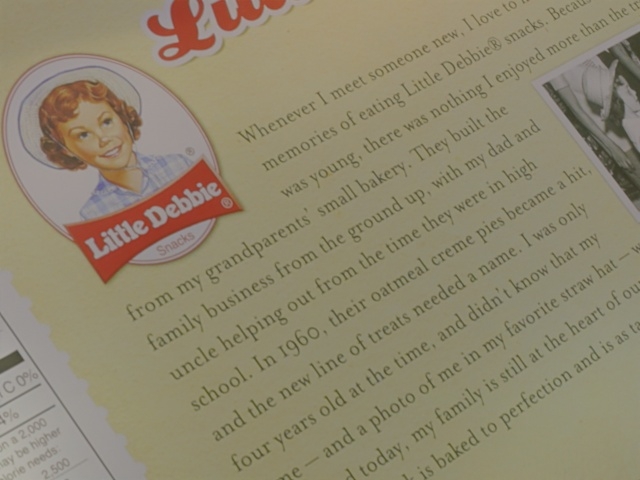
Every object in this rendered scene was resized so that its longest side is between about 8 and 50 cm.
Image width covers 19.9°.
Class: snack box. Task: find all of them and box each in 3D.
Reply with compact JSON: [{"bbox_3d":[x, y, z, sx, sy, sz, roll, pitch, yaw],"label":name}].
[{"bbox_3d":[-0.016,0.020,0.382,0.322,0.187,0.060,-29,-12,-34],"label":"snack box"}]
